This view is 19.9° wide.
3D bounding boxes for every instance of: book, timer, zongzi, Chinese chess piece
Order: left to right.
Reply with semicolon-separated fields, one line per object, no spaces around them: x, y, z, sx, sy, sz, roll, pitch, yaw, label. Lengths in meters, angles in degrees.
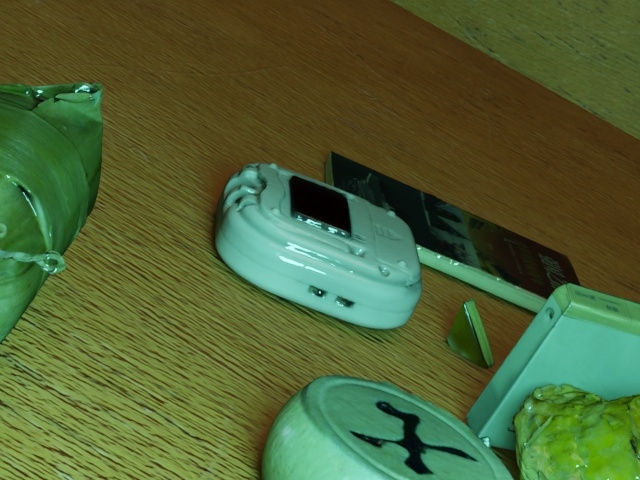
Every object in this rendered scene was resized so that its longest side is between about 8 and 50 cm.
-0.390;-0.021;1.503;0.418;0.181;0.447;11;22;0;zongzi
0.000;0.001;2.060;0.237;0.087;0.262;23;18;-10;timer
0.060;0.206;1.571;0.237;0.092;0.238;24;17;-8;Chinese chess piece
0.179;-0.001;2.411;0.374;0.028;0.262;23;17;-9;book

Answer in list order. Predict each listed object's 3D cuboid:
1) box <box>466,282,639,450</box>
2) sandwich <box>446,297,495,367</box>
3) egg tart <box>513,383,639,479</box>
0.301;0.154;1.859;0.270;0.211;0.045;14;31;-28;box
0.165;0.110;2.069;0.031;0.044;0.083;-26;97;-62;sandwich
0.313;0.237;1.712;0.295;0.116;0.295;31;29;-20;egg tart
